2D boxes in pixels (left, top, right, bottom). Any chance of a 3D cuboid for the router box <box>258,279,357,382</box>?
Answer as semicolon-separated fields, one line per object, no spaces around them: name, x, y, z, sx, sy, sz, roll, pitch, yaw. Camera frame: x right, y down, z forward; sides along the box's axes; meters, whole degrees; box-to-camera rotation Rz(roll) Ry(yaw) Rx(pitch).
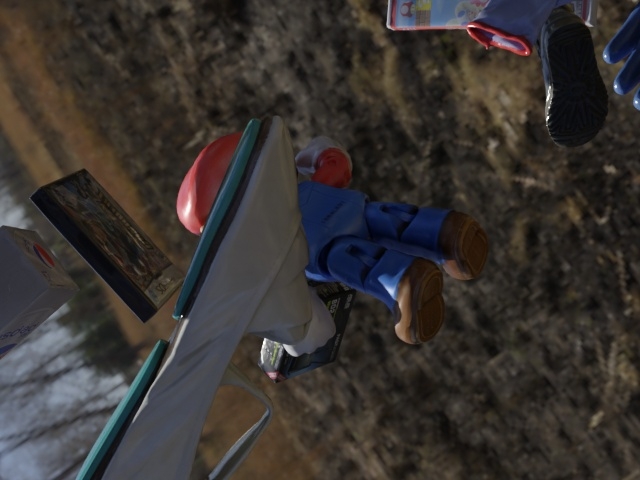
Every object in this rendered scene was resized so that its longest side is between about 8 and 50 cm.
router box;-0.015;0.100;1.356;0.038;0.092;0.122;45;135;33

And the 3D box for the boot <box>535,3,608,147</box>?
boot;0.264;-0.235;1.343;0.208;0.076;0.189;-105;3;-50

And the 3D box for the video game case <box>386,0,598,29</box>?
video game case;0.226;-0.379;1.534;0.285;0.204;0.025;4;180;29

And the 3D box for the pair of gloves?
pair of gloves;0.195;-0.161;0.720;0.198;0.159;0.023;30;172;34

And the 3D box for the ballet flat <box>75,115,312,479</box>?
ballet flat;-0.084;0.092;1.010;0.139;0.400;0.139;26;-174;-3

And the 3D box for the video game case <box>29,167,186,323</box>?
video game case;-0.352;0.002;1.993;0.275;0.035;0.248;48;-169;-5

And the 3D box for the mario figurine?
mario figurine;0.000;0.000;1.141;0.320;0.198;0.170;23;112;31

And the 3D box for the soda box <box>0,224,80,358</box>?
soda box;-0.427;0.111;1.373;0.098;0.286;0.091;50;-174;11
